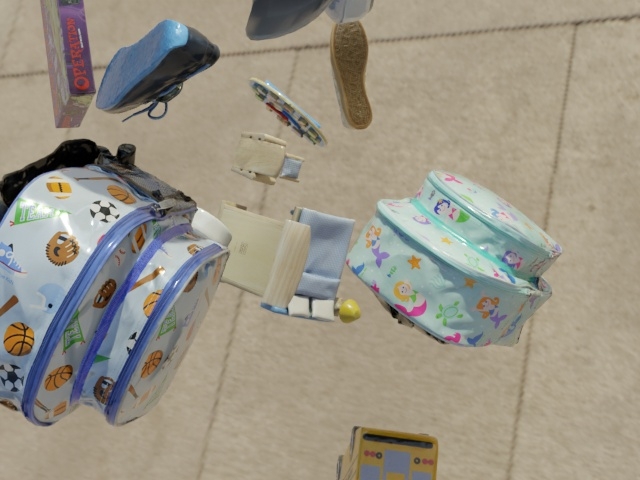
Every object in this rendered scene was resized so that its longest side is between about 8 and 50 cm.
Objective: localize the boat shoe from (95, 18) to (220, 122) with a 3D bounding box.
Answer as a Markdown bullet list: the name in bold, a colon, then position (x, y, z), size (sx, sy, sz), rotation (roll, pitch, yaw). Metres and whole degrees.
- **boat shoe**: position (-0.224, -0.214, 1.495), size (0.258, 0.089, 0.109), rotation (-8, 69, 57)

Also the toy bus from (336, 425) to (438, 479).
- **toy bus**: position (0.085, 0.346, 1.558), size (0.108, 0.332, 0.130), rotation (7, 66, -3)

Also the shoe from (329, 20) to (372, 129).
- **shoe**: position (0.051, -0.313, 2.071), size (0.058, 0.077, 0.219), rotation (179, 86, -71)

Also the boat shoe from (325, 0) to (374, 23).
- **boat shoe**: position (0.058, -0.366, 0.987), size (0.157, 0.367, 0.136), rotation (-19, 46, -15)

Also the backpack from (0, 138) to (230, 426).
- **backpack**: position (-0.222, 0.056, 1.030), size (0.213, 0.263, 0.276), rotation (23, 98, 15)

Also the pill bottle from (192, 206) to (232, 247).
- **pill bottle**: position (-0.236, 0.059, 1.706), size (0.121, 0.121, 0.221), rotation (16, 65, 36)

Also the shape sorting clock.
- **shape sorting clock**: position (-0.068, -0.257, 2.250), size (0.040, 0.206, 0.206), rotation (-50, 52, -1)

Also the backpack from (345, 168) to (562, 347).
- **backpack**: position (0.163, 0.027, 1.364), size (0.225, 0.253, 0.191), rotation (38, 111, 25)

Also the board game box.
- **board game box**: position (-0.422, -0.376, 1.809), size (0.056, 0.208, 0.346), rotation (-7, 82, -16)

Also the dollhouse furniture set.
- **dollhouse furniture set**: position (0.000, 0.000, 1.872), size (0.198, 0.303, 0.286), rotation (18, 92, 50)

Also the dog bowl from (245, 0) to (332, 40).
- **dog bowl**: position (-0.097, -0.251, 0.485), size (0.349, 0.348, 0.102), rotation (24, 67, 37)
